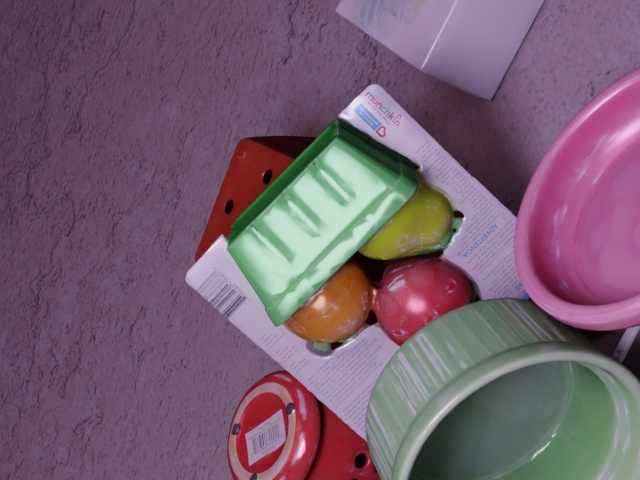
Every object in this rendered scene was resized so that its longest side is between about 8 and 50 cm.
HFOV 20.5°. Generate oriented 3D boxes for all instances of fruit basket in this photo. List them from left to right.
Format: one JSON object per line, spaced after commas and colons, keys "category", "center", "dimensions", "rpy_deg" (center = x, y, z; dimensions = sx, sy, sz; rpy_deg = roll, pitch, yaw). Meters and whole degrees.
{"category": "fruit basket", "center": [0.075, 0.042, 2.086], "dimensions": [0.327, 0.353, 0.165], "rpy_deg": [-46, 18, 12]}

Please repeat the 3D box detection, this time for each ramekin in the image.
{"category": "ramekin", "center": [0.197, 0.210, 1.928], "dimensions": [0.303, 0.303, 0.148], "rpy_deg": [-58, 33, 17]}

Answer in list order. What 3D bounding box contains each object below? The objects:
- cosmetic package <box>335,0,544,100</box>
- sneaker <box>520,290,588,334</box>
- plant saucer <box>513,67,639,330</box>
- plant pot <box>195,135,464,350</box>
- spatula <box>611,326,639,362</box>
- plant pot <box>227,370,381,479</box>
{"category": "cosmetic package", "center": [0.168, -0.337, 2.295], "dimensions": [0.224, 0.138, 0.224], "rpy_deg": [41, 108, 48]}
{"category": "sneaker", "center": [0.303, 0.065, 2.019], "dimensions": [0.232, 0.081, 0.090], "rpy_deg": [-54, 34, 20]}
{"category": "plant saucer", "center": [0.358, -0.042, 1.891], "dimensions": [0.332, 0.084, 0.332], "rpy_deg": [-33, 38, 30]}
{"category": "plant pot", "center": [0.000, 0.000, 2.288], "dimensions": [0.267, 0.235, 0.267], "rpy_deg": [26, 97, 51]}
{"category": "spatula", "center": [0.401, 0.039, 1.878], "dimensions": [0.242, 0.019, 0.168], "rpy_deg": [-61, 27, -2]}
{"category": "plant pot", "center": [-0.010, 0.257, 2.254], "dimensions": [0.191, 0.174, 0.191], "rpy_deg": [-25, 55, 43]}
